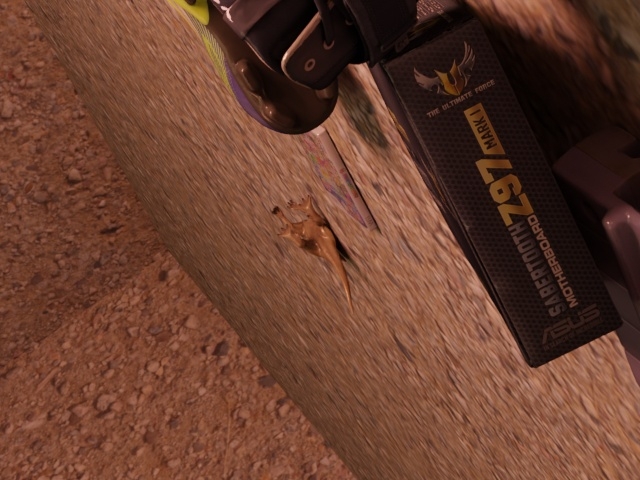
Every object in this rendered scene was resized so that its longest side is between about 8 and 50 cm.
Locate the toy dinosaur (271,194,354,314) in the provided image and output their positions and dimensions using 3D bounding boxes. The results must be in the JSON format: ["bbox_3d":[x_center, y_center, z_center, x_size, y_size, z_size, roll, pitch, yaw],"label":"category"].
[{"bbox_3d":[0.000,0.000,1.825,0.092,0.053,0.183,42,-173,-33],"label":"toy dinosaur"}]

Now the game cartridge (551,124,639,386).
[{"bbox_3d":[0.258,0.103,0.829,0.355,0.068,0.230,43,161,52],"label":"game cartridge"}]

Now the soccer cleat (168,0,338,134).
[{"bbox_3d":[-0.085,-0.209,1.335,0.289,0.093,0.121,58,177,-14],"label":"soccer cleat"}]

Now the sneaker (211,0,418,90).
[{"bbox_3d":[0.024,-0.156,0.758,0.086,0.163,0.226,53,169,19],"label":"sneaker"}]

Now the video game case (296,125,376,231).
[{"bbox_3d":[0.008,-0.070,1.604,0.087,0.011,0.122,41,163,56],"label":"video game case"}]

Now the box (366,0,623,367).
[{"bbox_3d":[0.085,-0.049,0.950,0.183,0.059,0.233,63,-178,-15],"label":"box"}]
